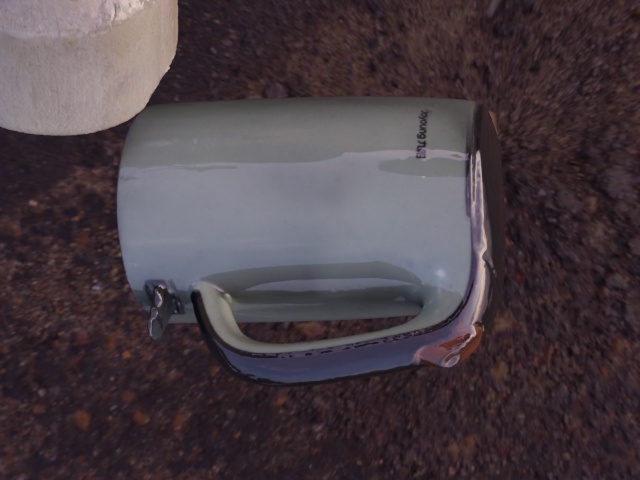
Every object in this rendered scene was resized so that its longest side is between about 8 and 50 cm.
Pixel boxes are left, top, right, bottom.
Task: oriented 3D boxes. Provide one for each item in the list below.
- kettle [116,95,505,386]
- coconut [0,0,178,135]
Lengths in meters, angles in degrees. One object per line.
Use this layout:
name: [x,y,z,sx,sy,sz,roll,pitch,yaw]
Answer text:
kettle: [0.000,0.000,0.694,0.255,0.240,0.165,0,139,11]
coconut: [-0.252,-0.222,0.933,0.238,0.265,0.237,5,55,-7]
